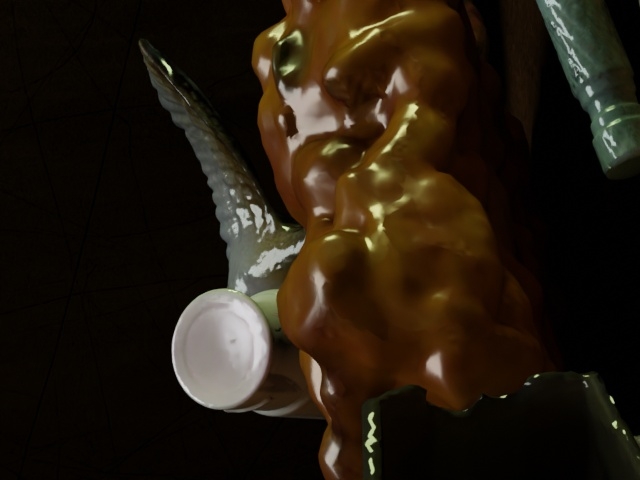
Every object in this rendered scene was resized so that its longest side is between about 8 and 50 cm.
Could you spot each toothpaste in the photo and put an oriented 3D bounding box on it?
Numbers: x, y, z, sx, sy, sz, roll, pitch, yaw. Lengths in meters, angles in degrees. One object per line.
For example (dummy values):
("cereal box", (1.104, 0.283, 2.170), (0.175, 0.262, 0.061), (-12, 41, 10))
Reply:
("toothpaste", (0.034, 0.067, 1.001), (0.323, 0.066, 0.100), (10, -112, -58))

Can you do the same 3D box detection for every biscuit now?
("biscuit", (0.051, 0.016, 0.803), (0.318, 0.110, 0.312), (62, -162, -52))

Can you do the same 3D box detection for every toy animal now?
("toy animal", (-0.005, 0.015, 1.065), (0.160, 0.272, 0.197), (-65, 18, 5))

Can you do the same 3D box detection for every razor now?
("razor", (0.083, -0.130, 0.713), (0.068, 0.106, 0.232), (92, 162, -70))

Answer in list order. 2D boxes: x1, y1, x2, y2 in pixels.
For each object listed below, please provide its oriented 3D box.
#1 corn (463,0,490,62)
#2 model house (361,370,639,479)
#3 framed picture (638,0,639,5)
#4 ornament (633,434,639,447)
("corn", (0.040, -0.091, 1.168), (0.335, 0.126, 0.127), (89, 174, -77))
("model house", (0.061, 0.185, 0.489), (0.204, 0.211, 0.243), (-98, 3, -57))
("framed picture", (0.123, -0.094, 0.544), (0.184, 0.016, 0.250), (91, 172, -71))
("ornament", (0.116, 0.147, 0.603), (0.081, 0.074, 0.156), (40, -145, -46))
